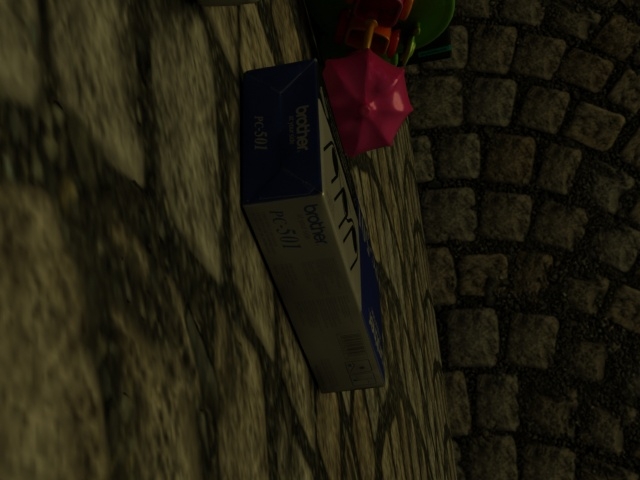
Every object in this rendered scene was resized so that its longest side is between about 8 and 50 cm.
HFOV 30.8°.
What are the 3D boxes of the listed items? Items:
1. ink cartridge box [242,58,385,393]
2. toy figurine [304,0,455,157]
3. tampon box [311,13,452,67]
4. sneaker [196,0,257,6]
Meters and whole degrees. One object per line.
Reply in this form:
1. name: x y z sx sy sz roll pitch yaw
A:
1. ink cartridge box: 0.000 0.000 0.694 0.207 0.046 0.097 71 14 -53
2. toy figurine: 0.029 -0.132 0.949 0.173 0.130 0.159 113 -8 -55
3. tampon box: 0.047 -0.244 1.036 0.161 0.120 0.101 72 12 -50
4. sneaker: 0.002 -0.259 0.614 0.131 0.148 0.350 71 13 -53
